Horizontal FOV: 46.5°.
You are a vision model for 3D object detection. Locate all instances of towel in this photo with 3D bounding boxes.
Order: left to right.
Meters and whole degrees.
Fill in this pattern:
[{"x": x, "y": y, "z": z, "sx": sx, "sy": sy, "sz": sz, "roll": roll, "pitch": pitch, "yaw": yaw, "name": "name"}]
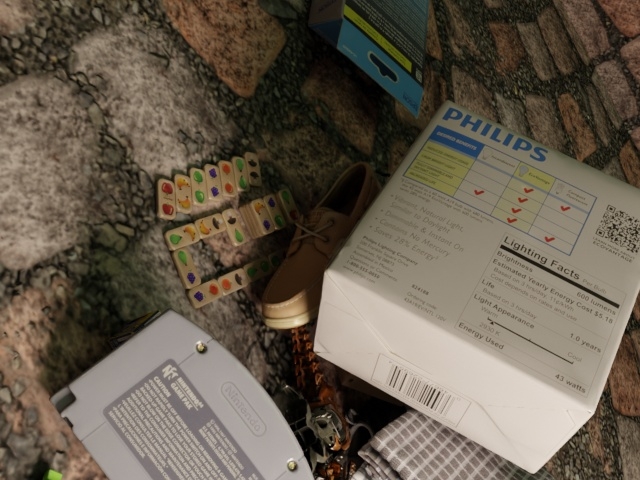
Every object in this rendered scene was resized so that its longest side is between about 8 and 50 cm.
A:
[{"x": 0.195, "y": 0.333, "z": 1.047, "sx": 0.235, "sy": 0.121, "sz": 0.284, "roll": 45, "pitch": 28, "yaw": 19, "name": "towel"}]

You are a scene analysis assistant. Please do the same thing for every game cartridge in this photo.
[{"x": -0.143, "y": 0.238, "z": 0.868, "sx": 0.198, "sy": 0.062, "sz": 0.297, "roll": -37, "pitch": 90, "yaw": -20, "name": "game cartridge"}]

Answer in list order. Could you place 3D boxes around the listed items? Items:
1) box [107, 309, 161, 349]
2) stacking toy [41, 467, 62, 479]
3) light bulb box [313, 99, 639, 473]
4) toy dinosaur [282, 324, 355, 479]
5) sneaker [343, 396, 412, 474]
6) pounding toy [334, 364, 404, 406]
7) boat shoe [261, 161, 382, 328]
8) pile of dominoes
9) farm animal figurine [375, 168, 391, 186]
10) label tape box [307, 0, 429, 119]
[{"x": -0.192, "y": 0.175, "z": 0.945, "sx": 0.169, "sy": 0.059, "sz": 0.054, "roll": 59, "pitch": 41, "yaw": -12, "name": "box"}, {"x": -0.254, "y": 0.378, "z": 0.793, "sx": 0.167, "sy": 0.052, "sz": 0.221, "roll": 37, "pitch": 48, "yaw": -33, "name": "stacking toy"}, {"x": 0.233, "y": 0.053, "z": 1.043, "sx": 0.358, "sy": 0.225, "sz": 0.361, "roll": 28, "pitch": 57, "yaw": 13, "name": "light bulb box"}, {"x": -0.028, "y": 0.287, "z": 1.053, "sx": 0.218, "sy": 0.164, "sz": 0.322, "roll": 30, "pitch": 29, "yaw": -54, "name": "toy dinosaur"}, {"x": 0.113, "y": 0.375, "z": 1.177, "sx": 0.153, "sy": 0.101, "sz": 0.268, "roll": -9, "pitch": 75, "yaw": -49, "name": "sneaker"}, {"x": 0.108, "y": 0.182, "z": 1.231, "sx": 0.206, "sy": 0.094, "sz": 0.181, "roll": 26, "pitch": 21, "yaw": -29, "name": "pounding toy"}, {"x": 0.000, "y": 0.000, "z": 1.168, "sx": 0.341, "sy": 0.122, "sz": 0.110, "roll": -54, "pitch": 133, "yaw": -43, "name": "boat shoe"}, {"x": -0.130, "y": -0.030, "z": 1.123, "sx": 0.251, "sy": 0.040, "sz": 0.196, "roll": -25, "pitch": 93, "yaw": -51, "name": "pile of dominoes"}, {"x": 0.241, "y": 0.039, "z": 1.328, "sx": 0.330, "sy": 0.172, "sz": 0.327, "roll": 40, "pitch": 23, "yaw": -38, "name": "farm animal figurine"}, {"x": 0.099, "y": -0.428, "z": 1.504, "sx": 0.249, "sy": 0.115, "sz": 0.347, "roll": 31, "pitch": 55, "yaw": -36, "name": "label tape box"}]
